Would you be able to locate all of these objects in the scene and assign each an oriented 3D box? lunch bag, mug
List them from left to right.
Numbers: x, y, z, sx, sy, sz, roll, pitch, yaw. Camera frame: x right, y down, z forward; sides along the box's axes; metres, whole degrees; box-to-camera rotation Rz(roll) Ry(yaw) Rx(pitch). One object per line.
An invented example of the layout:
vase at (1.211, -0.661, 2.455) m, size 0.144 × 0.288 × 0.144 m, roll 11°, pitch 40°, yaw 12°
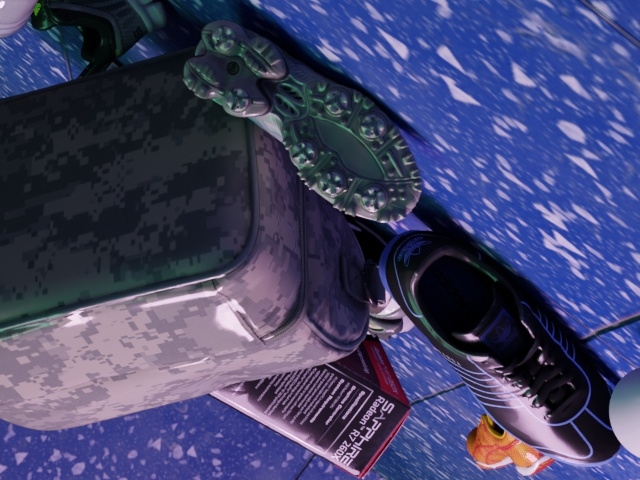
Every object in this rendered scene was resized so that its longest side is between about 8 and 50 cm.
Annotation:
lunch bag at (-0.132, 0.023, 1.340) m, size 0.256 × 0.305 × 0.213 m, roll 53°, pitch -152°, yaw -52°
mug at (0.229, 0.102, 1.157) m, size 0.064 × 0.078 × 0.062 m, roll 129°, pitch 122°, yaw -72°

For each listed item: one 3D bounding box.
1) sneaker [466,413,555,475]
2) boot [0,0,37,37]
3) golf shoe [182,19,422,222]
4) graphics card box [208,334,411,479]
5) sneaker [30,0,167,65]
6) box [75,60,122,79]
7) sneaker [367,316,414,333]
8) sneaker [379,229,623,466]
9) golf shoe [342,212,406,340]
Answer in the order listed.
sneaker at (0.176, 0.176, 1.708) m, size 0.067 × 0.064 × 0.175 m, roll 59°, pitch 164°, yaw -2°
boot at (-0.247, -0.261, 1.166) m, size 0.258 × 0.095 × 0.123 m, roll 53°, pitch 137°, yaw 5°
golf shoe at (-0.002, -0.079, 1.173) m, size 0.176 × 0.069 × 0.086 m, roll 40°, pitch -169°, yaw 8°
graphics card box at (-0.105, 0.047, 1.637) m, size 0.371 × 0.094 × 0.233 m, roll 31°, pitch -165°, yaw -21°
sneaker at (-0.183, -0.184, 1.261) m, size 0.170 × 0.075 × 0.063 m, roll 45°, pitch 169°, yaw -31°
box at (-0.190, -0.125, 1.642) m, size 0.062 × 0.052 × 0.083 m, roll 42°, pitch 169°, yaw -17°
sneaker at (-0.007, 0.023, 1.605) m, size 0.212 × 0.080 × 0.094 m, roll 35°, pitch -178°, yaw 17°
sneaker at (0.135, 0.083, 1.302) m, size 0.232 × 0.081 × 0.090 m, roll 41°, pitch 178°, yaw -9°
golf shoe at (0.000, 0.000, 1.491) m, size 0.198 × 0.077 × 0.094 m, roll 25°, pitch 154°, yaw 31°
